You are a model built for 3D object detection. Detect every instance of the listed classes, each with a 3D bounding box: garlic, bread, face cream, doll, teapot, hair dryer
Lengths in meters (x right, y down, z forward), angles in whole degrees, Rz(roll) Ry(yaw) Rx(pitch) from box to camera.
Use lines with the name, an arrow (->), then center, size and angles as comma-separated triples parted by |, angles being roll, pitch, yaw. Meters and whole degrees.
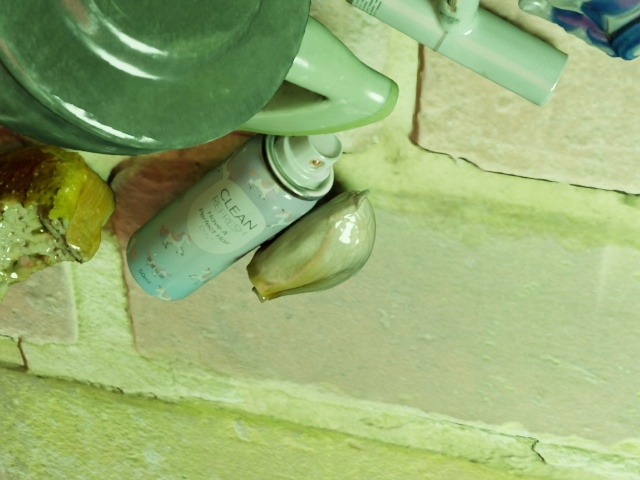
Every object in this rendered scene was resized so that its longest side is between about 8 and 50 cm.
garlic -> 0.005, 0.006, 0.938 | 0.152, 0.084, 0.066 | -33, 96, 25
bread -> -0.368, 0.013, 1.019 | 0.381, 0.185, 0.109 | -6, 135, 25
face cream -> -0.069, -0.027, 0.939 | 0.075, 0.075, 0.229 | 40, 133, -17
doll -> 0.186, -0.157, 0.731 | 0.227, 0.057, 0.114 | 35, 156, -10
teapot -> -0.130, -0.176, 0.750 | 0.239, 0.322, 0.239 | 1, 99, 49
hair dryer -> 0.103, -0.153, 0.717 | 0.155, 0.044, 0.183 | 26, 170, -4
